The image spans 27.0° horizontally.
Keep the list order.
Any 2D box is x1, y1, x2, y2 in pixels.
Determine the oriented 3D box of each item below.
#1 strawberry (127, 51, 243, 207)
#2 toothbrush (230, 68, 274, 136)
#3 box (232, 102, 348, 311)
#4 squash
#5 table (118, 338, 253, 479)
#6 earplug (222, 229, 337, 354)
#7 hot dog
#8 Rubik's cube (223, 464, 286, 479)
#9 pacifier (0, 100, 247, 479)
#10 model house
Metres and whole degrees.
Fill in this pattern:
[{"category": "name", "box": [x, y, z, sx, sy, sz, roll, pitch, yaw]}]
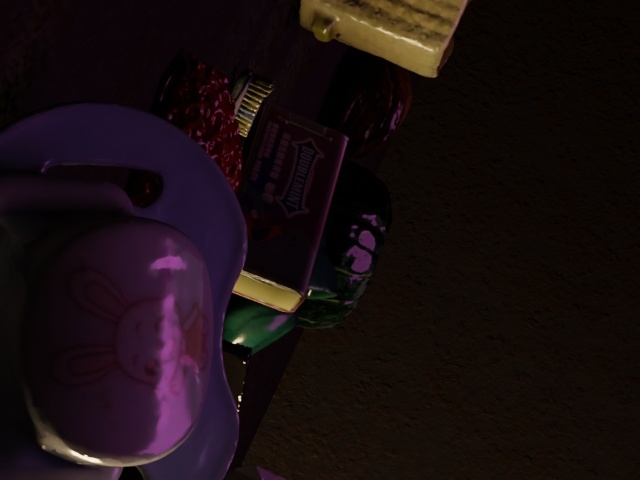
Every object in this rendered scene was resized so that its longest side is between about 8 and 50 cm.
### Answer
[{"category": "strawberry", "box": [-0.115, -0.069, 1.191, 0.121, 0.082, 0.188, -55, 171, -50]}, {"category": "toothbrush", "box": [-0.136, -0.003, 1.473, 0.035, 0.042, 0.413, -56, 170, -62]}, {"category": "box", "box": [-0.050, -0.039, 1.523, 0.069, 0.120, 0.224, 130, -23, -57]}, {"category": "squash", "box": [0.000, 0.000, 1.909, 0.252, 0.165, 0.252, -54, -160, 30]}, {"category": "table", "box": [-0.200, 0.217, 1.020, 0.282, 0.196, 0.250, 103, 12, -47]}, {"category": "earplug", "box": [-0.097, 0.053, 1.695, 0.164, 0.257, 0.280, -14, -115, 56]}, {"category": "hot dog", "box": [0.084, -0.224, 2.209, 0.272, 0.122, 0.196, -61, 175, -75]}, {"category": "Rubik's cube", "box": [-0.057, 0.191, 0.935, 0.075, 0.084, 0.073, -86, -165, -61]}, {"category": "pacifier", "box": [-0.171, 0.060, 0.849, 0.226, 0.238, 0.287, -5, -93, 63]}, {"category": "model house", "box": [0.094, -0.309, 1.593, 0.175, 0.193, 0.234, 105, 10, -71]}]
